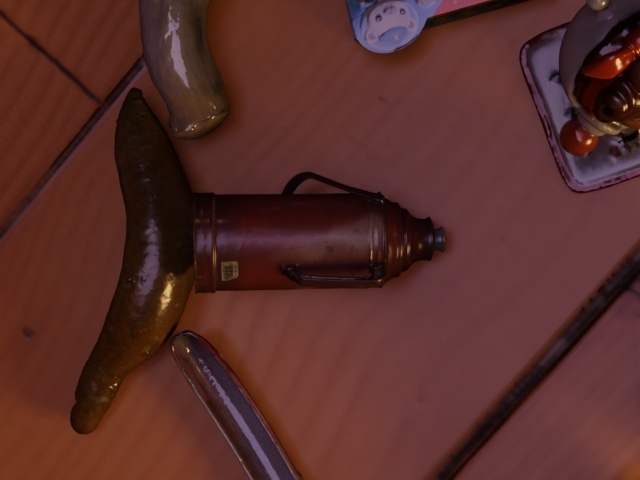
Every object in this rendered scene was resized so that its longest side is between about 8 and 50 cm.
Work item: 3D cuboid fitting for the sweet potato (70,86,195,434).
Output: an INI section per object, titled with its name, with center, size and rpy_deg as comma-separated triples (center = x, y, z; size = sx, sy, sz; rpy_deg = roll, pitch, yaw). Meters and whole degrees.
[sweet potato]
center = -0.171, 0.028, 1.153
size = 0.108, 0.079, 0.346
rpy_deg = 12, 91, 40

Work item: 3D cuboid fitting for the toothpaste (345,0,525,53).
[toothpaste]
center = 0.124, -0.224, 1.115
size = 0.194, 0.044, 0.070
rpy_deg = -14, 86, 11

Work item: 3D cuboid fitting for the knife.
[knife]
center = -0.066, 0.210, 1.128
size = 0.123, 0.053, 0.278
rpy_deg = -33, 80, 13

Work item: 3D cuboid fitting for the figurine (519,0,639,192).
[figurine]
center = 0.267, -0.149, 0.988
size = 0.184, 0.226, 0.160
rpy_deg = -20, 82, 10

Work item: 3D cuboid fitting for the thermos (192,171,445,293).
[thermos]
center = 0.000, 0.003, 1.088
size = 0.232, 0.124, 0.098
rpy_deg = 0, 124, -3

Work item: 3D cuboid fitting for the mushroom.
[mushroom]
center = -0.130, -0.236, 1.150
size = 0.099, 0.096, 0.277
rpy_deg = -2, 85, 42
